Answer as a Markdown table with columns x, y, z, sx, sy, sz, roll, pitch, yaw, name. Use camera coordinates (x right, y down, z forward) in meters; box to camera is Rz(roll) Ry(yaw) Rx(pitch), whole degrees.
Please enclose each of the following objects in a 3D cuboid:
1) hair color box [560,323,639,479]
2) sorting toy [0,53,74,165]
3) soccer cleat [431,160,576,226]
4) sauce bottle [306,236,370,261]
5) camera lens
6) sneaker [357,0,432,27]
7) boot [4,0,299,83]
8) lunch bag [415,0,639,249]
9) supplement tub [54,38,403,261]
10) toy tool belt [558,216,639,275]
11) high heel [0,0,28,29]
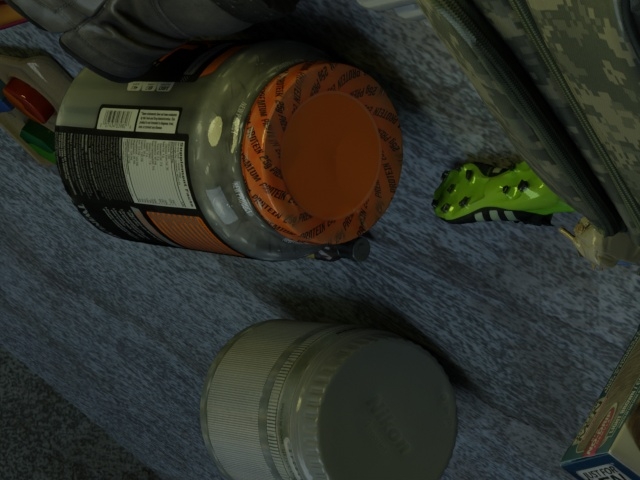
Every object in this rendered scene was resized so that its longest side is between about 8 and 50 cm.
| x | y | z | sx | sy | sz | roll | pitch | yaw | name |
| --- | --- | --- | --- | --- | --- | --- | --- | --- | --- |
| 0.405 | 0.222 | 1.556 | 0.347 | 0.174 | 0.105 | 36 | 160 | -6 | hair color box |
| -0.297 | -0.111 | 2.071 | 0.229 | 0.041 | 0.307 | 10 | 150 | 49 | sorting toy |
| 0.160 | -0.035 | 1.514 | 0.072 | 0.060 | 0.179 | 28 | 164 | -25 | soccer cleat |
| 0.000 | 0.000 | 1.871 | 0.128 | 0.042 | 0.042 | 9 | 149 | 46 | sauce bottle |
| 0.003 | 0.206 | 2.083 | 0.219 | 0.219 | 0.274 | 43 | 159 | -25 | camera lens |
| 0.105 | -0.188 | 1.193 | 0.095 | 0.104 | 0.236 | -5 | 161 | 44 | sneaker |
| -0.191 | -0.255 | 1.334 | 0.223 | 0.118 | 0.338 | -15 | 126 | 38 | boot |
| 0.181 | -0.136 | 1.022 | 0.256 | 0.212 | 0.305 | 24 | 161 | 47 | lunch bag |
| -0.084 | -0.083 | 1.575 | 0.316 | 0.193 | 0.193 | 8 | 148 | 51 | supplement tub |
| 0.244 | 0.002 | 1.483 | 0.083 | 0.052 | 0.051 | 13 | -176 | -36 | toy tool belt |
| -0.246 | -0.212 | 1.539 | 0.377 | 0.181 | 0.127 | 12 | 151 | 47 | high heel |
